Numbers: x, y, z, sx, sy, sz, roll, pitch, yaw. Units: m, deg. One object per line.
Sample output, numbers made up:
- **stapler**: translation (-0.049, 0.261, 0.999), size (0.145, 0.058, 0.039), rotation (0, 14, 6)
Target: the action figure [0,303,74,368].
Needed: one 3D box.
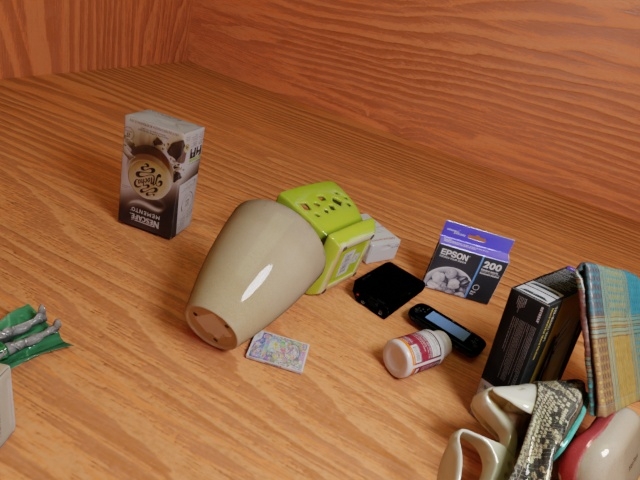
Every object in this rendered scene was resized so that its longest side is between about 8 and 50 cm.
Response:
- **action figure**: translation (-0.569, 0.192, 0.807), size (0.137, 0.064, 0.232), rotation (30, 35, 18)

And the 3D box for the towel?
- **towel**: translation (0.585, 0.187, 0.935), size (0.370, 0.272, 0.040), rotation (9, -14, -44)

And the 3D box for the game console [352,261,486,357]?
- **game console**: translation (0.268, 0.182, 1.251), size (0.361, 0.044, 0.213), rotation (32, 33, 26)

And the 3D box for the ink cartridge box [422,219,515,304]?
- **ink cartridge box**: translation (0.422, 0.066, 1.357), size (0.206, 0.209, 0.045), rotation (16, 26, 1)

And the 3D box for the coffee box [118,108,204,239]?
- **coffee box**: translation (-0.430, -0.176, 1.271), size (0.168, 0.297, 0.119), rotation (18, 25, 6)

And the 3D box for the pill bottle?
- **pill bottle**: translation (0.221, 0.249, 1.064), size (0.151, 0.086, 0.086), rotation (-6, 35, -36)

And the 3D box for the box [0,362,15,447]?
- **box**: translation (-0.607, 0.225, 0.639), size (0.310, 0.148, 0.121), rotation (15, 28, -4)

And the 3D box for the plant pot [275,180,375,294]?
- **plant pot**: translation (0.000, 0.000, 1.262), size (0.207, 0.228, 0.227), rotation (39, 36, 24)

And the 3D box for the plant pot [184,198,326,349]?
- **plant pot**: translation (-0.160, 0.090, 1.027), size (0.256, 0.257, 0.274), rotation (23, 46, 13)

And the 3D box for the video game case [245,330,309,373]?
- **video game case**: translation (-0.089, 0.236, 1.011), size (0.121, 0.011, 0.087), rotation (16, 29, 1)

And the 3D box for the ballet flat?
- **ballet flat**: translation (0.303, 0.354, 0.771), size (0.182, 0.164, 0.482), rotation (34, 46, 16)

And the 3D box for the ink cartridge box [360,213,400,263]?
- **ink cartridge box**: translation (0.144, -0.009, 1.492), size (0.127, 0.073, 0.175), rotation (-8, 36, -37)

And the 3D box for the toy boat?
- **toy boat**: translation (0.514, 0.405, 0.914), size (0.231, 0.151, 0.151), rotation (-13, 9, -42)

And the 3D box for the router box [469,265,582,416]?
- **router box**: translation (0.448, 0.223, 0.989), size (0.242, 0.309, 0.081), rotation (-11, 30, -39)
